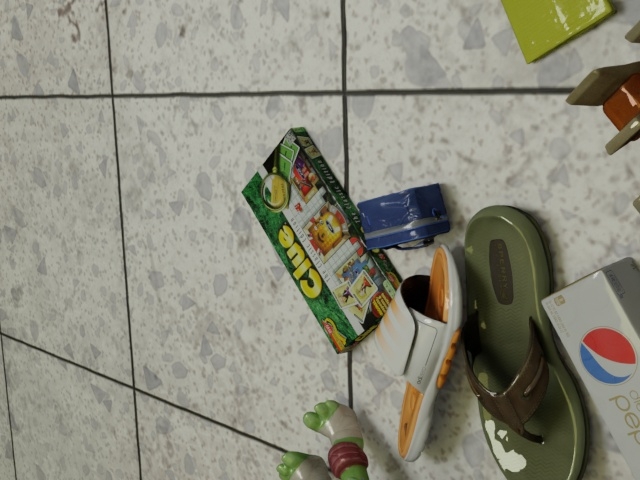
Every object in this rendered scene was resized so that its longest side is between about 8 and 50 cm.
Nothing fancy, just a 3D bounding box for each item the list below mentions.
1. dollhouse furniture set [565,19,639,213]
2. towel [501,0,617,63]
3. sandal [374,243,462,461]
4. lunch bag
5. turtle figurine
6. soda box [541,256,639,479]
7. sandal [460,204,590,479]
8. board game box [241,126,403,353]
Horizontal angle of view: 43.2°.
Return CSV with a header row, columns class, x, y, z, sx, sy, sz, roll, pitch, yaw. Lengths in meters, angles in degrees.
class,x,y,z,sx,sy,sz,roll,pitch,yaw
dollhouse furniture set,0.365,-0.088,0.602,0.262,0.135,0.259,58,143,18
towel,0.194,-0.298,0.770,0.102,0.021,0.237,-28,80,49
sandal,0.095,0.131,0.889,0.102,0.076,0.265,-97,16,-68
lunch bag,0.095,-0.022,0.889,0.098,0.067,0.065,-13,90,43
turtle figurine,-0.003,0.319,0.907,0.266,0.274,0.198,-118,17,-54
soda box,0.292,0.129,0.733,0.074,0.069,0.216,-37,73,42
sandal,0.186,0.117,0.819,0.120,0.086,0.303,-12,91,45
board game box,0.000,0.000,1.014,0.260,0.030,0.136,58,134,18
